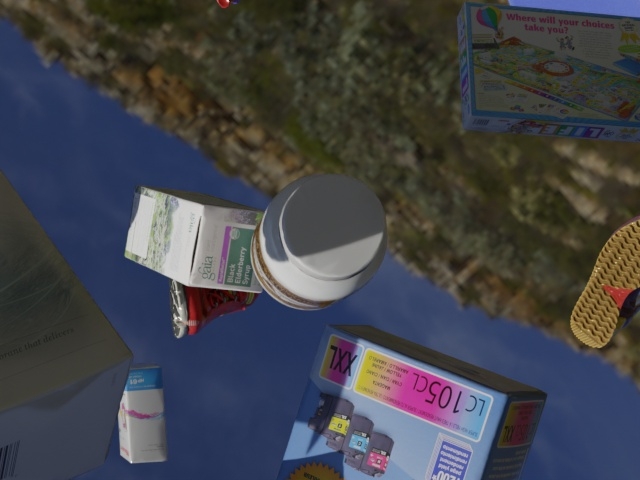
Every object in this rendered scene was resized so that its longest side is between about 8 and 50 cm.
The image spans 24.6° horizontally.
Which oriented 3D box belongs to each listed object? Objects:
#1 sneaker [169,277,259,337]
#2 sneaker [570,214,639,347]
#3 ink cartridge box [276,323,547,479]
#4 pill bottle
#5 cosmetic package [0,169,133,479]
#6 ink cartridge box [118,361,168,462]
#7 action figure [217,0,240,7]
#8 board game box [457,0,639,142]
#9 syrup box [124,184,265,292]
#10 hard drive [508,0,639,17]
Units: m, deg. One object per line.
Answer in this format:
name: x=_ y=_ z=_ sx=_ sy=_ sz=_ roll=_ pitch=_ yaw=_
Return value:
sneaker: x=-0.147 y=0.066 z=2.087 sx=0.279 sy=0.118 sz=0.107 roll=-62 pitch=-29 yaw=-76
sneaker: x=0.339 y=0.032 z=1.610 sx=0.069 sy=0.185 sz=0.084 roll=39 pitch=-141 yaw=14
ink cartridge box: x=0.086 y=0.330 z=1.814 sx=0.270 sy=0.395 sz=0.151 roll=19 pitch=-174 yaw=30
pill bottle: x=0.000 y=0.000 z=1.521 sx=0.131 sy=0.131 sz=0.229 roll=47 pitch=170 yaw=1
cosmetic package: x=-0.285 y=0.072 z=0.987 sx=0.224 sy=0.138 sz=0.224 roll=-22 pitch=-122 yaw=-34
ink cartridge box: x=-0.232 y=0.223 z=1.902 sx=0.052 sy=0.088 sz=0.122 roll=-5 pitch=-90 yaw=-16
action figure: x=-0.092 y=-0.403 z=2.038 sx=0.280 sy=0.091 sz=0.139 roll=-49 pitch=-54 yaw=-75
board game box: x=0.188 y=-0.134 z=1.170 sx=0.154 sy=0.026 sz=0.103 roll=4 pitch=-113 yaw=-9
syrup box: x=-0.146 y=-0.005 z=1.728 sx=0.096 sy=0.093 sz=0.237 roll=7 pitch=-176 yaw=-27
hard drive: x=0.288 y=-0.284 z=1.616 sx=0.040 sy=0.210 sz=0.318 roll=-28 pitch=-80 yaw=-34
